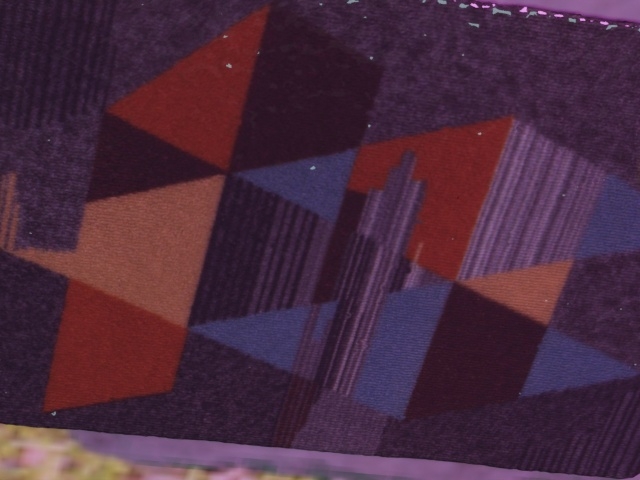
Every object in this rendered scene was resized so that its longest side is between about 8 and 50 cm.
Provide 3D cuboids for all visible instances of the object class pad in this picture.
[{"bbox_3d":[0.000,0.000,0.464,0.211,0.003,0.143,6,128,-13],"label":"pad"}]
